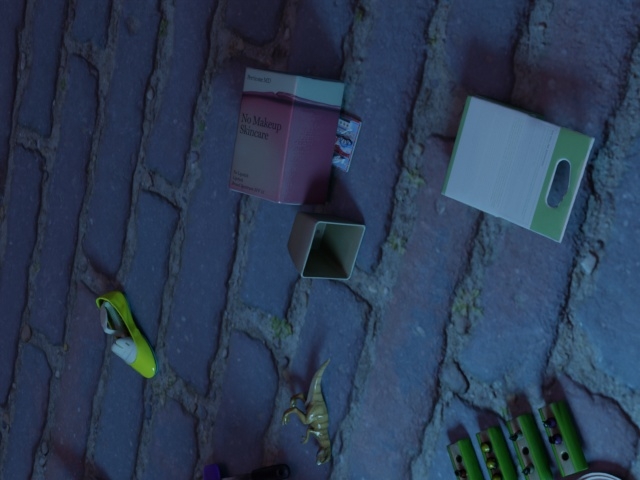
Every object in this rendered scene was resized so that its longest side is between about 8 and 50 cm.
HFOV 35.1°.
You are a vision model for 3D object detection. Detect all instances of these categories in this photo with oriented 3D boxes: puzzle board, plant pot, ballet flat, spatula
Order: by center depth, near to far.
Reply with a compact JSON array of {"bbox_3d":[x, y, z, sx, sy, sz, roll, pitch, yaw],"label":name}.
[{"bbox_3d":[0.000,0.000,1.840,0.096,0.109,0.109,39,118,50],"label":"plant pot"},{"bbox_3d":[0.018,-0.193,1.875,0.128,0.011,0.096,29,111,39],"label":"puzzle board"},{"bbox_3d":[-0.157,0.484,2.052,0.296,0.030,0.084,-23,74,42],"label":"spatula"},{"bbox_3d":[-0.448,0.215,2.290,0.077,0.077,0.231,-46,62,34],"label":"ballet flat"}]

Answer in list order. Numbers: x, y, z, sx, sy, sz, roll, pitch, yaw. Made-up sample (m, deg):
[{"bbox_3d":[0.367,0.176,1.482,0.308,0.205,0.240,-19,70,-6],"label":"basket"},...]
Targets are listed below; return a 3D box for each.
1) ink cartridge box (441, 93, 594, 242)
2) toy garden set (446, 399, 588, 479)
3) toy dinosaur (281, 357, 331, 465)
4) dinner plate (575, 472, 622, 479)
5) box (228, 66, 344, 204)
[{"bbox_3d":[0.310,-0.115,1.567,0.235,0.056,0.171,26,110,37],"label":"ink cartridge box"},{"bbox_3d":[0.307,0.385,1.575,0.244,0.049,0.204,-35,64,42],"label":"toy garden set"},{"bbox_3d":[-0.013,0.312,1.900,0.112,0.064,0.212,0,101,26],"label":"toy dinosaur"},{"bbox_3d":[0.425,0.415,1.500,0.141,0.017,0.141,1,92,43],"label":"dinner plate"},{"bbox_3d":[-0.064,-0.192,1.857,0.148,0.126,0.233,17,103,43],"label":"box"}]
